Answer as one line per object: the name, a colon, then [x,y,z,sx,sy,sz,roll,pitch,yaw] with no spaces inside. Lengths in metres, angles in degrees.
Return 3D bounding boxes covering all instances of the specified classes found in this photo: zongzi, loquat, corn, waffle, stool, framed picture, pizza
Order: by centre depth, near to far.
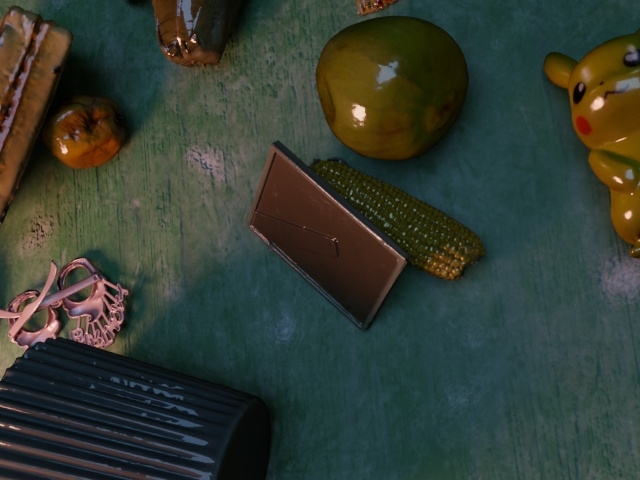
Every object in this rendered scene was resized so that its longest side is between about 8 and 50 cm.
stool: [-0.264,0.310,1.069,0.330,0.297,0.297,8,86,14]
framed picture: [0.000,0.000,1.098,0.260,0.189,0.023,42,51,17]
corn: [0.099,-0.029,1.102,0.293,0.106,0.106,28,92,15]
pizza: [0.093,-0.413,1.184,0.100,0.029,0.099,-16,78,14]
zongzi: [-0.128,-0.434,1.195,0.300,0.145,0.274,-12,82,14]
waffle: [-0.534,-0.184,1.239,0.261,0.114,0.376,24,92,61]
loquat: [-0.389,-0.182,1.252,0.137,0.137,0.113,-38,48,9]

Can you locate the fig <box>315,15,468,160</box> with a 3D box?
fig: [0.089,-0.213,1.076,0.230,0.207,0.207,4,84,41]

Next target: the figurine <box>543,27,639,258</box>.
figurine: [0.430,-0.151,0.975,0.218,0.169,0.327,-28,81,36]

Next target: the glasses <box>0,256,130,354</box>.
glasses: [-0.431,0.130,1.242,0.255,0.095,0.162,-32,83,13]
